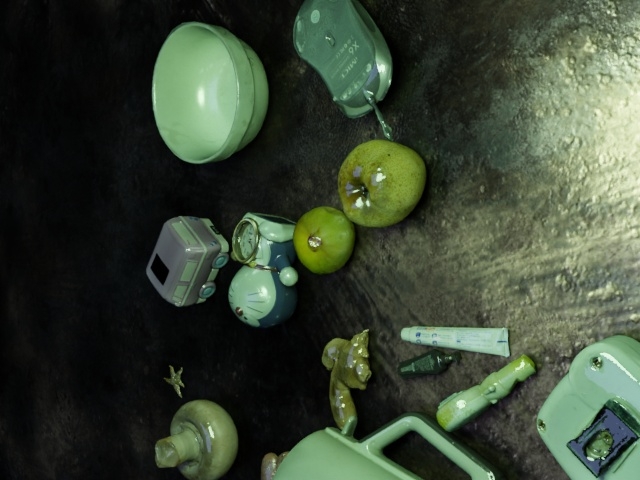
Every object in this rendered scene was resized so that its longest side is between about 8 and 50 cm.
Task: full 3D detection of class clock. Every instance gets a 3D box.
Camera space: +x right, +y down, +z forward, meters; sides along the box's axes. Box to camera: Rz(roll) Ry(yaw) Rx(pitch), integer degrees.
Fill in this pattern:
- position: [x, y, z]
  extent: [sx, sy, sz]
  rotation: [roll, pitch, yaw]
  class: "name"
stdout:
- position: [-0.115, 0.071, 1.608]
  extent: [0.199, 0.146, 0.244]
  rotation: [18, 102, 47]
  class: "clock"

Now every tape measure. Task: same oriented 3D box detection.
- position: [0.456, 0.280, 1.089]
  extent: [0.243, 0.125, 0.246]
  rotation: [45, 121, 32]
  class: "tape measure"

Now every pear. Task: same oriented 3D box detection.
- position: [0.111, -0.107, 1.378]
  extent: [0.167, 0.136, 0.167]
  rotation: [9, 103, 41]
  class: "pear"

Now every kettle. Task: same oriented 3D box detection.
- position: [0.131, 0.492, 1.375]
  extent: [0.376, 0.250, 0.361]
  rotation: [18, 77, 39]
  class: "kettle"

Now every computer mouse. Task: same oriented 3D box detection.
- position: [0.067, -0.341, 1.430]
  extent: [0.167, 0.090, 0.379]
  rotation: [-43, 62, 39]
  class: "computer mouse"

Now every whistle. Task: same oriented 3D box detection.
- position: [0.282, 0.260, 1.282]
  extent: [0.198, 0.104, 0.057]
  rotation: [-44, 66, 22]
  class: "whistle"

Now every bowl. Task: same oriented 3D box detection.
- position: [-0.231, -0.325, 1.671]
  extent: [0.307, 0.163, 0.307]
  rotation: [5, 97, 43]
  class: "bowl"

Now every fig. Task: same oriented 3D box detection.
- position: [0.008, -0.002, 1.505]
  extent: [0.136, 0.120, 0.153]
  rotation: [67, 155, 9]
  class: "fig"

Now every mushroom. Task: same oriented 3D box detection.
- position: [-0.305, 0.488, 1.785]
  extent: [0.204, 0.204, 0.204]
  rotation: [4, 96, 43]
  class: "mushroom"

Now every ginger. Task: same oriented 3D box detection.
- position: [0.058, 0.288, 1.515]
  extent: [0.133, 0.058, 0.214]
  rotation: [-7, 87, 48]
  class: "ginger"

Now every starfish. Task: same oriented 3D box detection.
- position: [-0.388, 0.377, 1.982]
  extent: [0.086, 0.016, 0.092]
  rotation: [-27, 77, 44]
  class: "starfish"

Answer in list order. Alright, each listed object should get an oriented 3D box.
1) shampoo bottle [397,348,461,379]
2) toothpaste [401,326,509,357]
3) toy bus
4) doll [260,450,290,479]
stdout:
- position: [0.203, 0.231, 1.394]
  extent: [0.137, 0.027, 0.048]
  rotation: [-26, 67, 42]
  class: "shampoo bottle"
- position: [0.241, 0.178, 1.352]
  extent: [0.218, 0.033, 0.052]
  rotation: [-1, 93, 41]
  class: "toothpaste"
- position: [-0.329, 0.054, 1.809]
  extent: [0.142, 0.142, 0.203]
  rotation: [46, 123, 31]
  class: "toy bus"
- position: [-0.100, 0.626, 1.636]
  extent: [0.201, 0.156, 0.304]
  rotation: [-27, 71, 48]
  class: "doll"
